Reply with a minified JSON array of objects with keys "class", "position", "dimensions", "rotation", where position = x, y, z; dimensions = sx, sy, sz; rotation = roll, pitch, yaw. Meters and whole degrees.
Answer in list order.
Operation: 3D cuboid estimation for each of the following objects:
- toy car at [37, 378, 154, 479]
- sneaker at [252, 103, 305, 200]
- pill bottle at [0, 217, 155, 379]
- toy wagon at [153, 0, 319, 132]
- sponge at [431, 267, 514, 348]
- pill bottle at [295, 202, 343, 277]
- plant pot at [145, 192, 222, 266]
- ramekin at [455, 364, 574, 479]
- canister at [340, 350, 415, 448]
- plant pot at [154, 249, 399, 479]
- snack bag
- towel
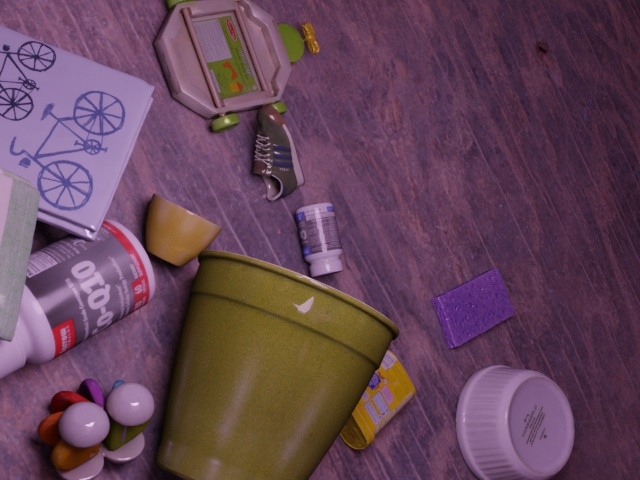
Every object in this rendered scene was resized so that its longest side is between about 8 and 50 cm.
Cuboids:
[{"class":"toy car","position":[-0.357,0.283,1.458],"dimensions":[0.182,0.159,0.136],"rotation":[-21,55,-37]},{"class":"sneaker","position":[-0.094,-0.158,1.761],"dimensions":[0.086,0.064,0.192],"rotation":[-40,131,-24]},{"class":"pill bottle","position":[-0.414,0.092,1.434],"dimensions":[0.283,0.161,0.161],"rotation":[-33,98,-37]},{"class":"toy wagon","position":[-0.151,-0.362,1.800],"dimensions":[0.344,0.068,0.267],"rotation":[-20,91,-38]},{"class":"sponge","position":[0.341,0.148,2.053],"dimensions":[0.210,0.031,0.117],"rotation":[-22,92,-37]},{"class":"pill bottle","position":[0.000,0.000,1.812],"dimensions":[0.078,0.078,0.137],"rotation":[-7,82,-37]},{"class":"plant pot","position":[-0.253,-0.010,1.613],"dimensions":[0.134,0.134,0.095],"rotation":[28,88,-28]},{"class":"ramekin","position":[0.432,0.402,1.995],"dimensions":[0.273,0.127,0.272],"rotation":[9,74,-34]},{"class":"canister","position":[0.099,0.308,1.811],"dimensions":[0.170,0.073,0.126],"rotation":[-37,101,-38]},{"class":"plant pot","position":[-0.101,0.251,1.539],"dimensions":[0.366,0.366,0.353],"rotation":[29,76,-28]},{"class":"snack bag","position":[-0.468,-0.188,1.470],"dimensions":[0.343,0.037,0.323],"rotation":[21,56,-12]},{"class":"towel","position":[-0.541,-0.022,1.238],"dimensions":[0.325,0.038,0.247],"rotation":[25,59,-41]}]
